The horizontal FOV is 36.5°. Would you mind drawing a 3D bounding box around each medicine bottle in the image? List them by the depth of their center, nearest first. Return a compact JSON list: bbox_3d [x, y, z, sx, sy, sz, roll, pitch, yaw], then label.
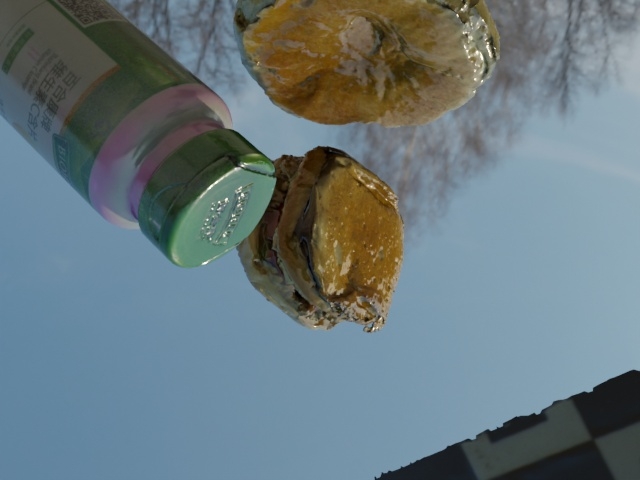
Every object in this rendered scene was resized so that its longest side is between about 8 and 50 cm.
[{"bbox_3d":[-0.162,-0.100,0.774,0.274,0.133,0.133,40,-142,22],"label":"medicine bottle"}]

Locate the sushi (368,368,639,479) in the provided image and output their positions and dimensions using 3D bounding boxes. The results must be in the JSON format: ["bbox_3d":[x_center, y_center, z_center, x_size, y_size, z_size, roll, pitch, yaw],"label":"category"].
[{"bbox_3d":[0.189,0.221,0.370,0.064,0.343,0.359,-11,-107,-57],"label":"sushi"}]

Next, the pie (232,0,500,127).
[{"bbox_3d":[0.054,-0.245,1.203,0.340,0.339,0.083,9,-116,-9],"label":"pie"}]

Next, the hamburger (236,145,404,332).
[{"bbox_3d":[0.000,0.000,1.245,0.163,0.244,0.244,-8,-164,35],"label":"hamburger"}]
